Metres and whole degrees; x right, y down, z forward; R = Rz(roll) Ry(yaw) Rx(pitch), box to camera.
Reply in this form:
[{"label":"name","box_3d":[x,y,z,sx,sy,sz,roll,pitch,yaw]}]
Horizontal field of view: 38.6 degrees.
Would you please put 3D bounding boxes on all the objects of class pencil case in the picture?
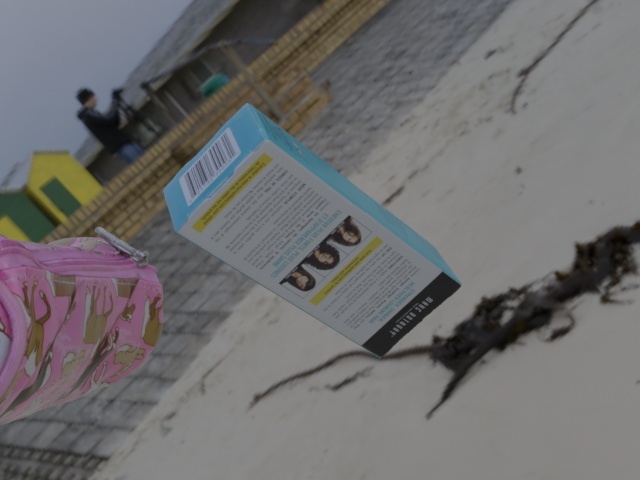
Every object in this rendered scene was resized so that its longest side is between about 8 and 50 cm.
[{"label":"pencil case","box_3d":[-0.243,0.064,0.722,0.386,0.160,0.167,20,-102,-85]}]

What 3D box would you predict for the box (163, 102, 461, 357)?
[{"label":"box","box_3d":[0.000,0.000,0.739,0.100,0.244,0.060,-44,39,14]}]
